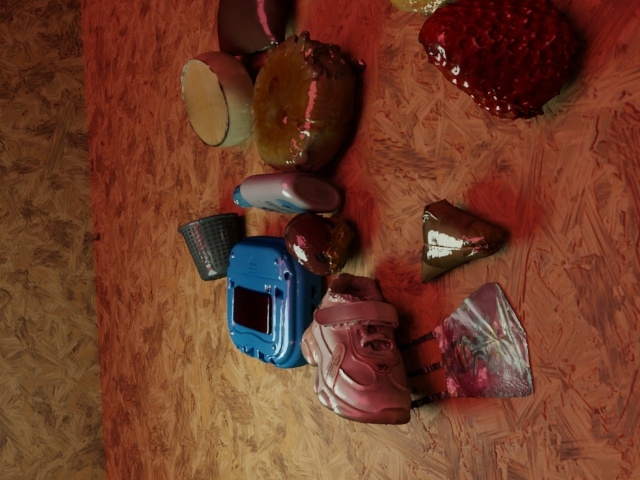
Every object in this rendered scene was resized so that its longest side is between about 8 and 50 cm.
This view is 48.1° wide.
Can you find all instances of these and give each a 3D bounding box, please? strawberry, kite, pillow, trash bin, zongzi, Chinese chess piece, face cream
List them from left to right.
[{"bbox_3d":[-0.287,0.022,1.966,0.175,0.175,0.161,-27,78,52],"label":"trash bin"},{"bbox_3d":[-0.274,-0.378,1.933,0.257,0.104,0.257,33,134,41],"label":"Chinese chess piece"},{"bbox_3d":[-0.180,-0.634,1.851,0.308,0.108,0.305,7,98,55],"label":"pillow"},{"bbox_3d":[-0.103,-0.109,1.690,0.336,0.163,0.080,3,78,55],"label":"face cream"},{"bbox_3d":[0.239,0.224,1.320,0.360,0.022,0.204,-39,58,47],"label":"kite"},{"bbox_3d":[0.243,0.031,1.275,0.160,0.078,0.176,35,128,49],"label":"zongzi"},{"bbox_3d":[0.256,-0.292,1.106,0.205,0.244,0.205,3,94,57],"label":"strawberry"}]

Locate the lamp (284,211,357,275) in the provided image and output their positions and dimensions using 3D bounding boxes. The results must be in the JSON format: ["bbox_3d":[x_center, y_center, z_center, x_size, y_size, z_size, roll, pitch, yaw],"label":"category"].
[{"bbox_3d":[0.001,0.000,1.569,0.135,0.157,0.156,-48,-2,1],"label":"lamp"}]

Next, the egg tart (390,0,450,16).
[{"bbox_3d":[0.243,-0.563,1.208,0.339,0.153,0.352,7,95,54],"label":"egg tart"}]

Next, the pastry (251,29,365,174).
[{"bbox_3d":[-0.046,-0.307,1.631,0.329,0.136,0.330,-4,85,55],"label":"pastry"}]

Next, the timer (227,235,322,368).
[{"bbox_3d":[-0.123,0.146,1.761,0.340,0.115,0.309,6,98,55],"label":"timer"}]

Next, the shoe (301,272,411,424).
[{"bbox_3d":[0.073,0.204,1.403,0.351,0.172,0.198,47,125,56],"label":"shoe"}]
